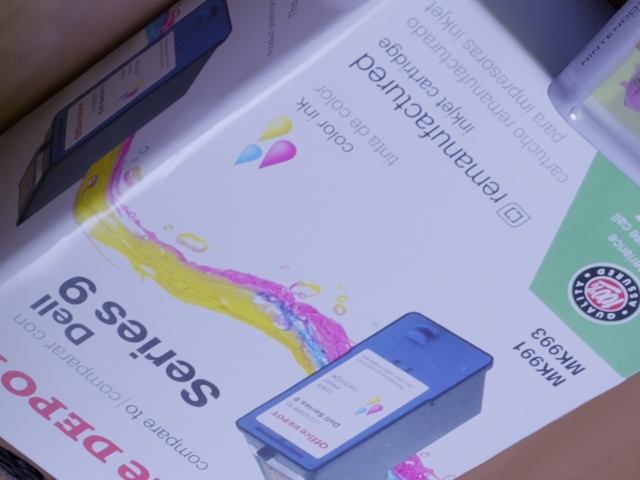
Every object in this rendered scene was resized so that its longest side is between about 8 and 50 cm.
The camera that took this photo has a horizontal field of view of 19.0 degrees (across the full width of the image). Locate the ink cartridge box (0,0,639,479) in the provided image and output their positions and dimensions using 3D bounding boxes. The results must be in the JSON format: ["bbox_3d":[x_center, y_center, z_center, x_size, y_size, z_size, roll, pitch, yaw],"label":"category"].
[{"bbox_3d":[0.000,0.000,0.586,0.212,0.093,0.154,-32,120,26],"label":"ink cartridge box"}]

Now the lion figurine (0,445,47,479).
[{"bbox_3d":[-0.063,0.242,0.679,0.392,0.142,0.240,39,98,4],"label":"lion figurine"}]

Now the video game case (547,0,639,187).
[{"bbox_3d":[0.199,-0.044,0.509,0.212,0.023,0.193,38,103,-23],"label":"video game case"}]
